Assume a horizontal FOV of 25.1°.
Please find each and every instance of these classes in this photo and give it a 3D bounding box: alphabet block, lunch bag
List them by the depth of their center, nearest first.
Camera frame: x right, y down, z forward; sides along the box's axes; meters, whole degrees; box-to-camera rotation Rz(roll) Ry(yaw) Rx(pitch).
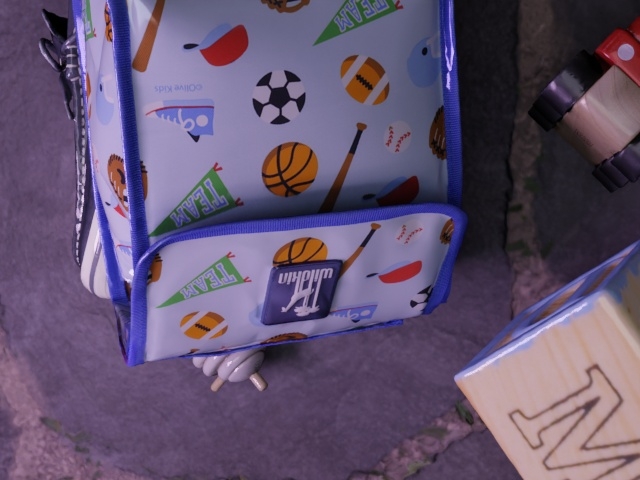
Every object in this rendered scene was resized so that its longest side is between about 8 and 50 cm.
[{"bbox_3d":[-0.044,-0.082,1.326,0.327,0.239,0.385,-8,110,-16],"label":"lunch bag"},{"bbox_3d":[0.284,0.138,1.387,0.193,0.192,0.197,-36,88,36],"label":"alphabet block"}]

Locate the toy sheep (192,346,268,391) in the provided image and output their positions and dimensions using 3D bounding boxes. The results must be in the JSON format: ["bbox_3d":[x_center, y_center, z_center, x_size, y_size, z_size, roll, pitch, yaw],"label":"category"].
[{"bbox_3d":[-0.102,0.112,1.552,0.132,0.091,0.091,45,106,9],"label":"toy sheep"}]

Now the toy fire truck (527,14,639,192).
[{"bbox_3d":[0.340,-0.163,1.344,0.158,0.217,0.246,44,91,4],"label":"toy fire truck"}]

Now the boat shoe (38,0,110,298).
[{"bbox_3d":[-0.200,-0.191,1.483,0.156,0.187,0.500,10,96,18],"label":"boat shoe"}]
